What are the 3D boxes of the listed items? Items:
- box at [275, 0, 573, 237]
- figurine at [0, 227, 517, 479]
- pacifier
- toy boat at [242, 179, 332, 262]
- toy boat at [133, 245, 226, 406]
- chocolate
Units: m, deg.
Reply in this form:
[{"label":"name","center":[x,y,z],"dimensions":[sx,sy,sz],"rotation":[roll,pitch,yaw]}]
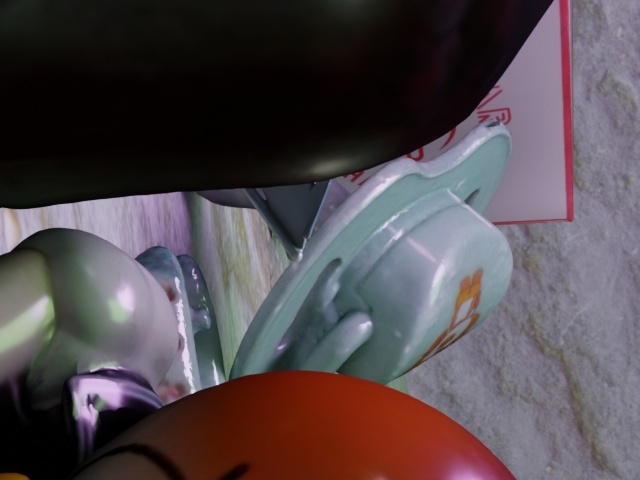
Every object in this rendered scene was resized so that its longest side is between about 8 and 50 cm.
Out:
[{"label":"box","center":[0.091,-0.215,1.862],"dimensions":[0.314,0.312,0.300],"rotation":[80,9,-46]},{"label":"figurine","center":[-0.033,0.132,0.743],"dimensions":[0.196,0.323,0.320],"rotation":[-56,156,-3]},{"label":"pacifier","center":[0.000,0.000,1.467],"dimensions":[0.343,0.269,0.288],"rotation":[-19,144,-56]},{"label":"toy boat","center":[-0.080,-0.097,0.995],"dimensions":[0.070,0.210,0.291],"rotation":[18,50,-46]},{"label":"toy boat","center":[-0.089,0.108,1.295],"dimensions":[0.134,0.079,0.207],"rotation":[52,34,-81]},{"label":"chocolate","center":[-0.056,-0.190,0.760],"dimensions":[0.383,0.331,0.383],"rotation":[-2,90,-80]}]
